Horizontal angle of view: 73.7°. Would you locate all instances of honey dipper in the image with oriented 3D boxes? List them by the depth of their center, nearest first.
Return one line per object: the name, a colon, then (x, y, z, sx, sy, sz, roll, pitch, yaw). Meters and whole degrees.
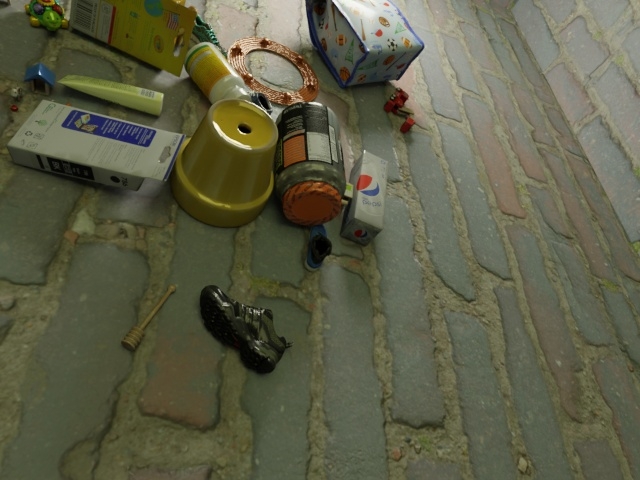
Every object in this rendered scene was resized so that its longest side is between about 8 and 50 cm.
honey dipper: (-0.343, 0.151, 0.873, 0.030, 0.030, 0.161, 33, 45, -5)

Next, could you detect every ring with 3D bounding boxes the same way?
ring: (-0.155, -0.596, 1.480, 0.336, 0.032, 0.337, 14, 54, -20)

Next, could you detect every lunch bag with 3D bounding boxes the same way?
lunch bag: (0.150, -0.810, 1.659, 0.327, 0.239, 0.386, -22, 78, -35)

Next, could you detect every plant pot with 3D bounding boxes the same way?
plant pot: (-0.217, -0.197, 1.038, 0.253, 0.239, 0.254, 14, 54, -20)

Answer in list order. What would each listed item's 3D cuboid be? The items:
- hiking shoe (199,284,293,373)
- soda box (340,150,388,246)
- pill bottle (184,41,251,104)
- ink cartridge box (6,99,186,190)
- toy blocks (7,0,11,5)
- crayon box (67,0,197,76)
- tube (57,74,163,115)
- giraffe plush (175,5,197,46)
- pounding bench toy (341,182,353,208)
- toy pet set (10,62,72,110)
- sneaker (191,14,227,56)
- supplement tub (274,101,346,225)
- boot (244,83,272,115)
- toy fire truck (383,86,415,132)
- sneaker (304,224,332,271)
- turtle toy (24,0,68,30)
hiking shoe: (-0.163, 0.177, 0.927, 0.227, 0.086, 0.114, 48, 36, 1)
soda box: (0.134, -0.130, 1.274, 0.091, 0.098, 0.286, 22, 52, -13)
pill bottle: (-0.298, -0.468, 1.258, 0.117, 0.117, 0.208, -30, 76, -39)
ink cartridge box: (-0.495, -0.210, 0.978, 0.332, 0.065, 0.165, 13, 52, -6)
toy blocks: (-0.906, -0.674, 1.113, 0.148, 0.054, 0.123, -12, 66, -33)
crayon box: (-0.511, -0.623, 1.188, 0.318, 0.202, 0.081, 23, 37, -14)
tube: (-0.538, -0.386, 1.115, 0.240, 0.070, 0.062, 11, 76, -20)
giraffe plush: (-0.471, -0.689, 1.291, 0.210, 0.181, 0.170, -42, 96, -24)
pounding bench toy: (0.056, -0.122, 1.247, 0.052, 0.065, 0.083, 20, 52, -17)
toy pet set: (-0.664, -0.360, 1.021, 0.122, 0.065, 0.114, 5, 57, -26)
sneaker: (-0.367, -0.661, 1.379, 0.166, 0.076, 0.065, 40, 50, 2)
supplement tub: (-0.031, -0.211, 1.177, 0.193, 0.193, 0.316, 11, 55, -22)
boot: (-0.201, -0.432, 1.306, 0.069, 0.086, 0.190, -18, 69, -36)
toy fire truck: (0.320, -0.512, 1.668, 0.135, 0.047, 0.192, 36, 48, -3)
sneaker: (0.001, 0.000, 1.121, 0.058, 0.085, 0.152, 25, 50, -12)
turtle toy: (-0.737, -0.616, 1.155, 0.095, 0.066, 0.130, -17, 68, -36)
